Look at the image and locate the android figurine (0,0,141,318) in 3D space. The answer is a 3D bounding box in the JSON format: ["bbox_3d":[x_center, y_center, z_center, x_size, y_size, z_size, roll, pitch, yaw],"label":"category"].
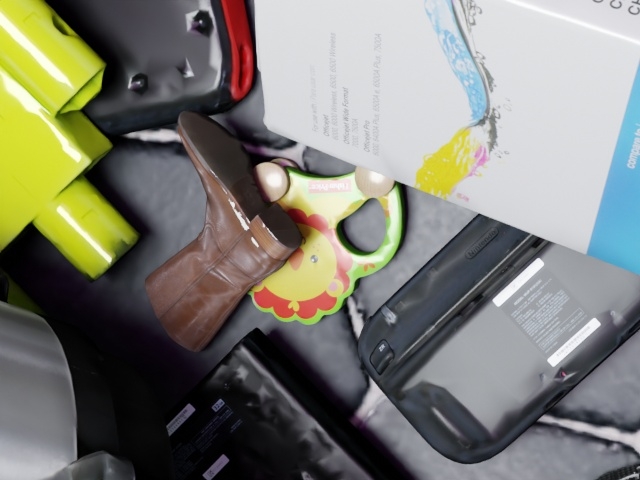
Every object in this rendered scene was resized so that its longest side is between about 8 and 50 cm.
[{"bbox_3d":[-0.240,-0.059,0.845,0.248,0.056,0.273,-40,97,21],"label":"android figurine"}]

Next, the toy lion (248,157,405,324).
[{"bbox_3d":[0.000,0.000,0.833,0.100,0.034,0.096,-3,98,15],"label":"toy lion"}]

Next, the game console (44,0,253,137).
[{"bbox_3d":[-0.249,-0.212,0.886,0.386,0.060,0.342,-11,95,16],"label":"game console"}]

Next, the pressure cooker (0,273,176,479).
[{"bbox_3d":[-0.265,0.185,0.708,0.420,0.370,0.376,21,100,-28],"label":"pressure cooker"}]

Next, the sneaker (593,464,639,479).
[{"bbox_3d":[0.198,0.137,0.782,0.109,0.040,0.044,-22,102,18],"label":"sneaker"}]

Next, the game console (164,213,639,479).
[{"bbox_3d":[0.069,0.094,0.801,0.361,0.044,0.213,-44,87,12],"label":"game console"}]

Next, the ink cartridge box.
[{"bbox_3d":[0.104,-0.123,0.697,0.232,0.168,0.171,21,61,13],"label":"ink cartridge box"}]

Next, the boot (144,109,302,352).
[{"bbox_3d":[-0.075,-0.003,0.832,0.114,0.037,0.106,-44,75,38],"label":"boot"}]
